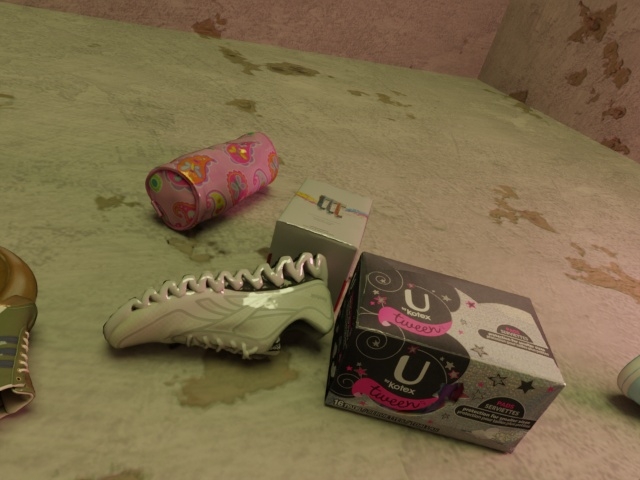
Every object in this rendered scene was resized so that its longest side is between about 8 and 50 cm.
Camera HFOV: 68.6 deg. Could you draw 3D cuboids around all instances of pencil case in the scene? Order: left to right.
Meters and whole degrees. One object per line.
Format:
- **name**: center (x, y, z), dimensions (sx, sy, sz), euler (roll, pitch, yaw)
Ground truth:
- **pencil case**: center (-0.189, -0.119, 0.879), dimensions (0.124, 0.124, 0.284), euler (25, 32, 13)

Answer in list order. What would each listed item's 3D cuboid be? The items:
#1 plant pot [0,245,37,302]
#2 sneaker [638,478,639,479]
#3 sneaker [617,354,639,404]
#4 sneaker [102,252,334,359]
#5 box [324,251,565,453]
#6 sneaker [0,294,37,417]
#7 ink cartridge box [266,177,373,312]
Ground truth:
- **plant pot**: center (-0.470, 0.058, 0.550), dimensions (0.236, 0.032, 0.236), euler (12, 32, -7)
- **sneaker**: center (0.476, 0.332, 0.524), dimensions (0.282, 0.110, 0.122), euler (23, 14, 5)
- **sneaker**: center (0.598, 0.259, 0.644), dimensions (0.318, 0.127, 0.208), euler (10, 31, -9)
- **sneaker**: center (-0.114, 0.098, 0.591), dimensions (0.291, 0.110, 0.118), euler (-11, 76, -20)
- **box**: center (0.147, 0.139, 0.605), dimensions (0.247, 0.142, 0.163), euler (15, 32, -2)
- **sneaker**: center (-0.324, 0.139, 0.472), dimensions (0.086, 0.064, 0.192), euler (21, 32, -6)
- **ink cartridge box**: center (0.000, 0.000, 0.764), dimensions (0.127, 0.128, 0.176), euler (19, 31, 5)
